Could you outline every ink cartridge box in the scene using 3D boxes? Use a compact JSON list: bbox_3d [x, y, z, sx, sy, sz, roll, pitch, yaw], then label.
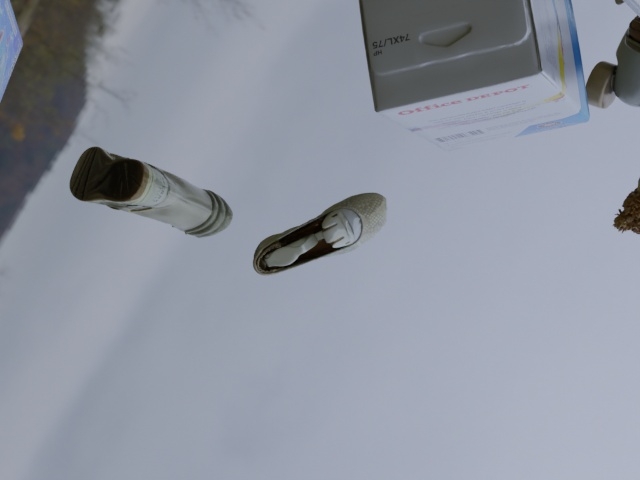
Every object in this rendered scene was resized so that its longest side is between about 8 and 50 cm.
[{"bbox_3d":[0.187,-0.239,1.490,0.198,0.270,0.197,-11,-100,21],"label":"ink cartridge box"}]

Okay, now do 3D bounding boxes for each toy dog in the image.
[{"bbox_3d":[0.587,-0.364,2.154,0.161,0.220,0.334,-29,153,-53],"label":"toy dog"}]

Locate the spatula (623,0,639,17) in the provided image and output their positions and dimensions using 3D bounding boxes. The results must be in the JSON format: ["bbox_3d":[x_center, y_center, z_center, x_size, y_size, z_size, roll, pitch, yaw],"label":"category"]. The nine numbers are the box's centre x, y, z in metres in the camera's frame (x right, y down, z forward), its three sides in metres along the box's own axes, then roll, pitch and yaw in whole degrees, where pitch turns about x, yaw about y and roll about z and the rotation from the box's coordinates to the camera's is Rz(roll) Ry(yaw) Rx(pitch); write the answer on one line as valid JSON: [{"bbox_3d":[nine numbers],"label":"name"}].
[{"bbox_3d":[0.441,-0.284,1.546,0.019,0.242,0.168,-57,-146,-3],"label":"spatula"}]

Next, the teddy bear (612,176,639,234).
[{"bbox_3d":[0.704,-0.072,2.317,0.245,0.113,0.338,-38,-156,-10],"label":"teddy bear"}]

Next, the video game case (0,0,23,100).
[{"bbox_3d":[-0.456,-0.199,1.562,0.269,0.061,0.244,114,-5,-75],"label":"video game case"}]

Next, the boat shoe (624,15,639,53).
[{"bbox_3d":[0.569,-0.301,1.778,0.307,0.110,0.104,26,-54,49],"label":"boat shoe"}]

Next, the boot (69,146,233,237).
[{"bbox_3d":[-0.231,-0.062,1.675,0.213,0.165,0.077,13,-98,52],"label":"boot"}]

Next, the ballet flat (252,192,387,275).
[{"bbox_3d":[0.000,0.000,1.373,0.168,0.057,0.052,-27,-173,18],"label":"ballet flat"}]
